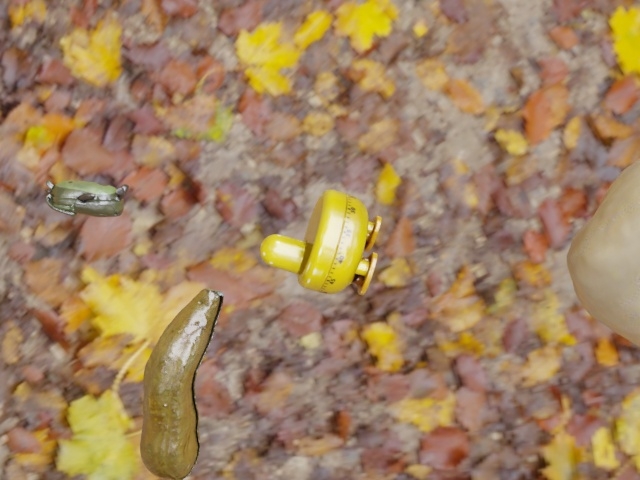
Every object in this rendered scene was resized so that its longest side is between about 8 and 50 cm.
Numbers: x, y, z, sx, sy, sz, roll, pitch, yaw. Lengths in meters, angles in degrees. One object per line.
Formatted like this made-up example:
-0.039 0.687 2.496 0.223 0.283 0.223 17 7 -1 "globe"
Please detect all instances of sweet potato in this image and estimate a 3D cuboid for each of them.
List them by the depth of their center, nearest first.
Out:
-0.155 0.160 1.509 0.081 0.062 0.233 -23 130 -57 "sweet potato"

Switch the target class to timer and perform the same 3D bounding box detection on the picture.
0.000 0.000 1.420 0.109 0.107 0.107 16 73 -8 "timer"

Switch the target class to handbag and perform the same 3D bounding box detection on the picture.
-0.317 -0.056 1.891 0.111 0.072 0.047 5 101 0 "handbag"

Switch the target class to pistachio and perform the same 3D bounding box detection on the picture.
0.409 0.009 1.581 0.208 0.332 0.226 -6 72 -29 "pistachio"
